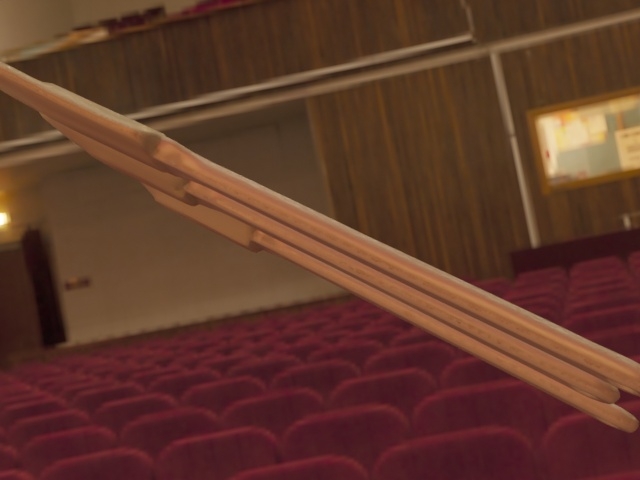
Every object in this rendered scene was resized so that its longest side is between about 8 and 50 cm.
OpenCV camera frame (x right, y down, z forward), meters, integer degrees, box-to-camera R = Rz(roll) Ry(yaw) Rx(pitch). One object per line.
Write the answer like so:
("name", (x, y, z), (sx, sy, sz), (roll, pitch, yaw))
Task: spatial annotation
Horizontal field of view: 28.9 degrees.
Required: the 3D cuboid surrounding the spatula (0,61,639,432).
("spatula", (0.000, 0.000, 0.419), (0.242, 0.019, 0.168), (25, -8, 16))
